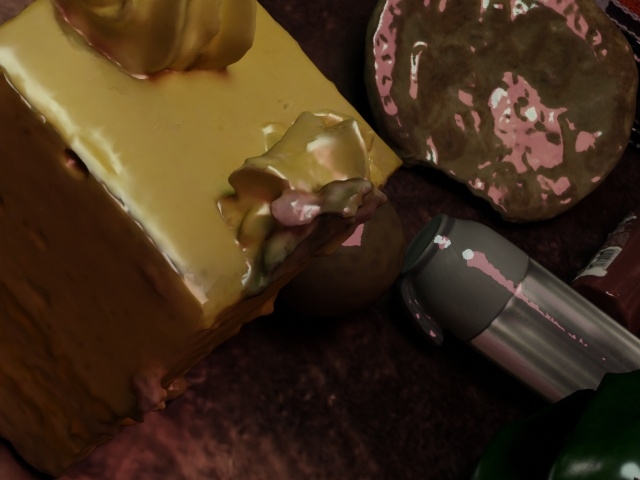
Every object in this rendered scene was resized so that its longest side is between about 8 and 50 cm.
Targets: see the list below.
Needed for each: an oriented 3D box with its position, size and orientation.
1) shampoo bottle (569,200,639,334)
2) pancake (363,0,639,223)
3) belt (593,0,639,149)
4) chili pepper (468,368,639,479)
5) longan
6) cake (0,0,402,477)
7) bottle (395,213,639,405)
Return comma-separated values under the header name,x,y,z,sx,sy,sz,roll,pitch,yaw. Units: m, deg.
name,x,y,z,sx,sy,sz,roll,pitch,yaw
shampoo bottle,0.271,-0.002,1.425,0.236,0.068,0.067,-42,133,-39
pancake,0.140,-0.125,1.396,0.236,0.042,0.222,8,81,-19
belt,0.199,-0.210,1.474,0.359,0.126,0.094,38,35,-14
chili pepper,0.177,0.205,1.169,0.165,0.174,0.261,54,40,-28
longan,0.000,0.000,1.222,0.119,0.106,0.106,21,52,-14
cake,-0.104,-0.042,1.047,0.227,0.286,0.222,48,47,2
bottle,0.167,0.081,1.300,0.253,0.079,0.096,37,84,-11
